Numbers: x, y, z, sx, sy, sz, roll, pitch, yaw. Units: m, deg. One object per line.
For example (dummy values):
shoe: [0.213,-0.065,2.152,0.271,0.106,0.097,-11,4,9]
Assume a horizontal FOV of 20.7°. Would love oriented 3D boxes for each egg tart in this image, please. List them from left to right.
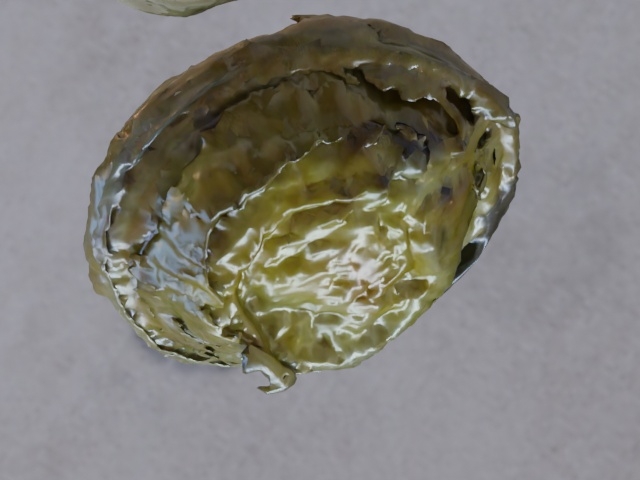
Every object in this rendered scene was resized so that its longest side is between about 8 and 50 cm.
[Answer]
egg tart: [0.000,0.000,1.050,0.291,0.291,0.107,24,-154,-40]

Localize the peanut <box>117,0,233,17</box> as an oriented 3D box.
peanut: [0.001,-0.222,0.740,0.143,0.291,0.159,48,172,7]
